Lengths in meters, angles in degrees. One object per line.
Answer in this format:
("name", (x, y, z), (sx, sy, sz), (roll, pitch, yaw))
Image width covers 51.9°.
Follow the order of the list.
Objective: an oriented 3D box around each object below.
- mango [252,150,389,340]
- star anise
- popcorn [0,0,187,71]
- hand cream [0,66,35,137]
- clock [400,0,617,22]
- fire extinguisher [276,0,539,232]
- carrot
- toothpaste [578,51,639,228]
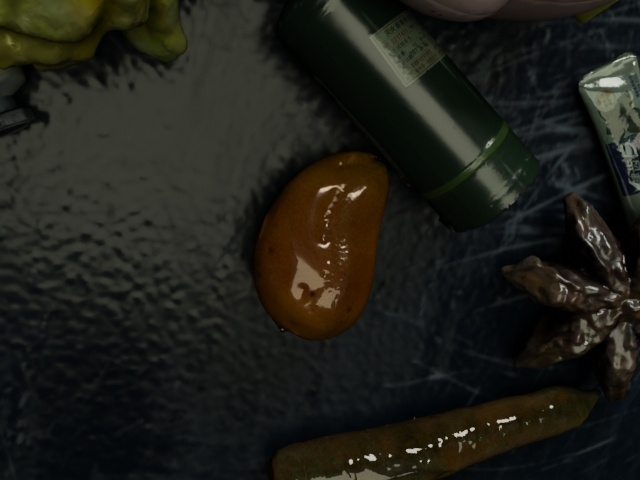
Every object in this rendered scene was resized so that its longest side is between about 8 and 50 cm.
("mango", (-0.002, 0.002, 0.544), (0.105, 0.084, 0.159), (19, 75, -17))
("star anise", (0.265, 0.049, 0.611), (0.197, 0.073, 0.212), (16, 105, 4))
("popcorn", (-0.178, -0.220, 0.383), (0.195, 0.256, 0.255), (-30, 144, 34))
("hand cream", (-0.282, -0.202, 0.451), (0.095, 0.059, 0.276), (-25, 101, -10))
("clock", (0.109, -0.337, 0.394), (0.377, 0.250, 0.368), (31, 84, -9))
("fire extinguisher", (0.041, -0.139, 0.512), (0.294, 0.093, 0.118), (46, 45, -10))
("carrot", (0.120, 0.193, 0.622), (0.343, 0.070, 0.070), (-10, 104, -13))
("toothpaste", (0.303, -0.058, 0.626), (0.060, 0.038, 0.233), (-25, 104, -2))
